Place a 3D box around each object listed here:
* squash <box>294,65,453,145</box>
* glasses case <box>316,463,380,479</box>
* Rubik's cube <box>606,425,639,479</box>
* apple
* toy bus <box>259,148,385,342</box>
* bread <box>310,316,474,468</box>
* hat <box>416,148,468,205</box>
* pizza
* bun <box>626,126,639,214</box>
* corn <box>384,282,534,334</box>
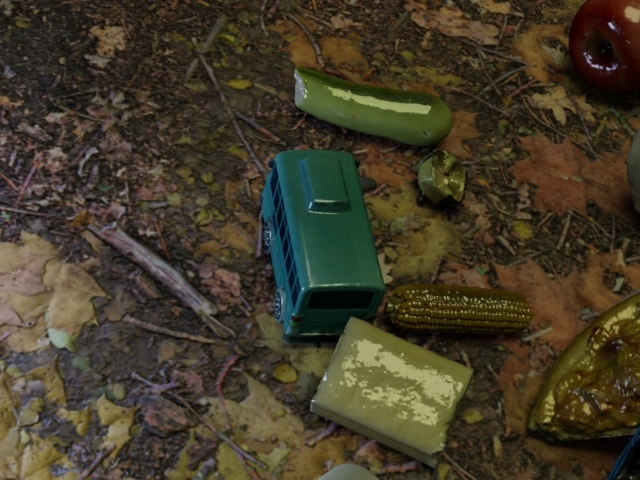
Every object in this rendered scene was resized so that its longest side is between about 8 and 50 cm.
[{"bbox_3d":[0.077,-0.199,2.110,0.250,0.083,0.083,13,48,1],"label":"squash"},{"bbox_3d":[-0.013,0.345,1.632,0.233,0.059,0.092,-33,66,-33],"label":"glasses case"},{"bbox_3d":[0.418,0.387,1.562,0.293,0.283,0.288,30,50,16],"label":"Rubik's cube"},{"bbox_3d":[0.494,-0.326,2.253,0.181,0.181,0.168,42,55,20],"label":"apple"},{"bbox_3d":[0.000,0.000,1.872,0.128,0.147,0.256,1,52,-16],"label":"toy bus"},{"bbox_3d":[0.090,0.189,1.768,0.178,0.060,0.139,22,76,5],"label":"bread"},{"bbox_3d":[0.172,-0.087,2.050,0.076,0.059,0.077,35,52,-31],"label":"hat"},{"bbox_3d":[0.410,0.145,1.842,0.268,0.087,0.258,-12,33,25],"label":"pizza"},{"bbox_3d":[0.553,-0.084,2.048,0.237,0.210,0.116,29,49,-8],"label":"bun"},{"bbox_3d":[0.186,0.093,1.893,0.207,0.068,0.068,2,50,-12],"label":"corn"}]
